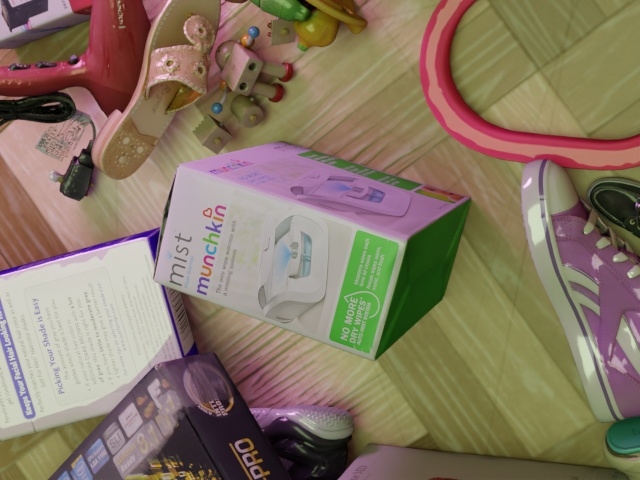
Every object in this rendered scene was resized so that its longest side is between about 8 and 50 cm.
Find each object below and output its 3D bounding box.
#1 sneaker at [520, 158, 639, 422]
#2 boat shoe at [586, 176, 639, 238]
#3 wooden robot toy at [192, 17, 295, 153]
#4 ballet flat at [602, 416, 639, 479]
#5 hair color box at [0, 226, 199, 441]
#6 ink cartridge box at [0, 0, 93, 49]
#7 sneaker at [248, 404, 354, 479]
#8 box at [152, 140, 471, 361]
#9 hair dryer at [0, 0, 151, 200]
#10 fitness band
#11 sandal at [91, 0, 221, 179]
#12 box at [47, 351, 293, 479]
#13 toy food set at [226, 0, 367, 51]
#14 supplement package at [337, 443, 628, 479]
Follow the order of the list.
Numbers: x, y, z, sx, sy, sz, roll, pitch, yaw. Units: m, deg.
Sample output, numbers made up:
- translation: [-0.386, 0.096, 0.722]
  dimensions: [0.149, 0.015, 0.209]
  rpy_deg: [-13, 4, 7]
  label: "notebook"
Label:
- translation: [0.306, 0.033, 1.129]
  dimensions: [0.161, 0.102, 0.282]
  rpy_deg: [-18, 105, 27]
  label: "sneaker"
- translation: [0.330, -0.021, 1.142]
  dimensions: [0.142, 0.040, 0.049]
  rpy_deg: [28, 109, 13]
  label: "boat shoe"
- translation: [-0.086, -0.184, 1.262]
  dimensions: [0.079, 0.076, 0.173]
  rpy_deg: [49, 117, 44]
  label: "wooden robot toy"
- translation: [0.407, 0.192, 1.145]
  dimensions: [0.248, 0.086, 0.086]
  rpy_deg: [-17, 94, 24]
  label: "ballet flat"
- translation: [-0.323, 0.119, 1.324]
  dimensions: [0.339, 0.110, 0.185]
  rpy_deg: [-15, 96, 2]
  label: "hair color box"
- translation: [-0.319, -0.301, 1.306]
  dimensions: [0.175, 0.072, 0.127]
  rpy_deg: [-16, 96, 22]
  label: "ink cartridge box"
- translation: [-0.092, 0.265, 1.306]
  dimensions: [0.268, 0.101, 0.153]
  rpy_deg: [-3, 85, 17]
  label: "sneaker"
- translation: [0.000, 0.000, 1.149]
  dimensions: [0.231, 0.262, 0.127]
  rpy_deg: [19, 106, 17]
  label: "box"
- translation: [-0.276, -0.171, 1.253]
  dimensions: [0.293, 0.223, 0.080]
  rpy_deg: [-52, 42, 18]
  label: "hair dryer"
- translation: [0.241, -0.177, 1.141]
  dimensions: [0.291, 0.054, 0.209]
  rpy_deg: [8, 106, 19]
  label: "fitness band"
- translation: [-0.152, -0.161, 1.227]
  dimensions: [0.079, 0.088, 0.240]
  rpy_deg: [35, 97, 39]
  label: "sandal"
- translation: [-0.171, 0.359, 1.244]
  dimensions: [0.395, 0.097, 0.318]
  rpy_deg: [-45, 66, 32]
  label: "box"
- translation: [-0.055, -0.263, 1.188]
  dimensions: [0.218, 0.128, 0.071]
  rpy_deg: [40, 112, 10]
  label: "toy food set"
- translation: [0.162, 0.333, 1.200]
  dimensions: [0.293, 0.177, 0.175]
  rpy_deg: [2, 101, 19]
  label: "supplement package"
